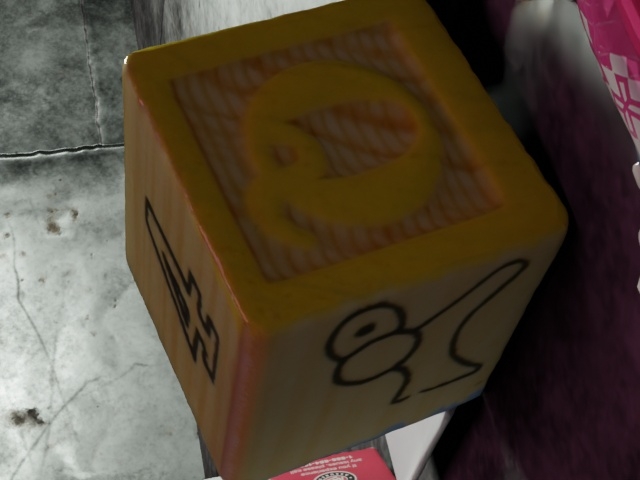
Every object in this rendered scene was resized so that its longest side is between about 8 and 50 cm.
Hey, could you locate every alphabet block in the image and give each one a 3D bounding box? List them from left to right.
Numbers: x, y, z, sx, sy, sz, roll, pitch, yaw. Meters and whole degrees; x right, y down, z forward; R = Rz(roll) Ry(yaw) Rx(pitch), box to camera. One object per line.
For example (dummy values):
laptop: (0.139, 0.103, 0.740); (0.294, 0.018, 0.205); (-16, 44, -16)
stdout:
alphabet block: (0.000, 0.000, 0.695); (0.193, 0.192, 0.197); (60, 156, 27)

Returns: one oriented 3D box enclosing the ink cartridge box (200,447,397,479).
ink cartridge box: (-0.013, 0.290, 0.860); (0.306, 0.226, 0.131); (-136, 40, -68)

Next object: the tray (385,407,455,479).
tray: (0.054, 0.040, 0.887); (0.145, 0.030, 0.270); (103, 157, -55)

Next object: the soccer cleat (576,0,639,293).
soccer cleat: (0.132, -0.010, 0.358); (0.143, 0.116, 0.331); (114, 147, -64)

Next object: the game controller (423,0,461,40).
game controller: (0.054, -0.252, 0.681); (0.319, 0.067, 0.166); (99, 160, -48)
